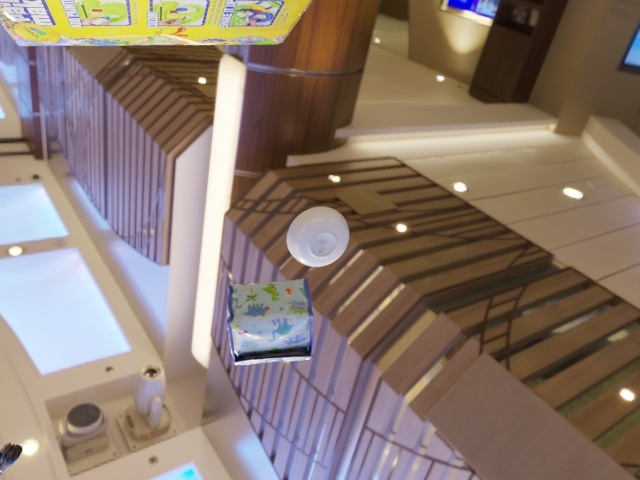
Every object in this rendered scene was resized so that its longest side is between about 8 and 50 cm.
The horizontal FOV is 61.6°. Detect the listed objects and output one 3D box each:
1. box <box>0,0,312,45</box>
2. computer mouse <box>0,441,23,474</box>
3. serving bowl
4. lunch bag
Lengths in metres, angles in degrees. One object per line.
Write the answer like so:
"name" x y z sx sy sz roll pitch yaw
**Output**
"box" -0.164 -0.350 0.492 0.279 0.289 0.177 -7 -176 -17
"computer mouse" -0.476 0.383 0.764 0.042 0.106 0.193 37 -173 -25
"serving bowl" 0.000 0.000 0.688 0.083 0.083 0.027 2 -154 -19
"lunch bag" -0.076 0.141 0.832 0.129 0.151 0.096 -3 -136 -6
